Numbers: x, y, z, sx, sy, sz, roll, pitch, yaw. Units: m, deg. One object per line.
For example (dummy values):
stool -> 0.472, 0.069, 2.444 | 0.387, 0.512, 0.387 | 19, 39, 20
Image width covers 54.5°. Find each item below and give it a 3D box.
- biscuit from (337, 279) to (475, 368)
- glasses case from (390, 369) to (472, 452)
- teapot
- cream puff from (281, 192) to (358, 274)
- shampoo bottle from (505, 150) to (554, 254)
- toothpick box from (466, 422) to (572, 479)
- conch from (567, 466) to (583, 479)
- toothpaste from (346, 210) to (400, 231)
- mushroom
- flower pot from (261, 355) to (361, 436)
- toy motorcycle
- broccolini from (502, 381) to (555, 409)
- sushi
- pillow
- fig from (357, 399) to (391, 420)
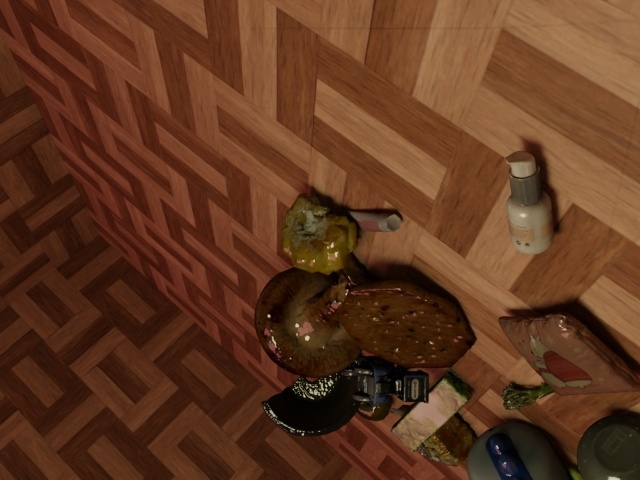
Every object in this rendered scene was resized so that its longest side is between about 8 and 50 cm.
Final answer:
biscuit -> 0.215, 0.219, 1.584 | 0.359, 0.046, 0.359 | 16, 142, 12
glasses case -> 0.316, 0.491, 1.782 | 0.095, 0.062, 0.272 | 42, 123, 10
teapot -> 0.648, 0.485, 1.295 | 0.183, 0.183, 0.251 | 17, 153, 47
cream puff -> -0.004, 0.005, 1.586 | 0.221, 0.194, 0.195 | 39, 155, 32
shampoo bottle -> 0.347, -0.064, 1.038 | 0.074, 0.074, 0.192 | 22, 144, 42
toothpick box -> 0.530, 0.640, 1.611 | 0.263, 0.263, 0.355 | 0, 127, 58
conch -> 0.708, 0.632, 1.524 | 0.095, 0.079, 0.201 | 44, 176, -26
toothpaste -> 0.123, -0.043, 1.471 | 0.067, 0.043, 0.194 | 55, 162, -18
mushroom -> 0.003, 0.238, 1.785 | 0.331, 0.334, 0.356 | 51, 161, -26
flower pot -> -0.022, 0.490, 2.221 | 0.379, 0.379, 0.251 | 43, 174, 7
toy motorcycle -> 0.184, 0.408, 1.831 | 0.358, 0.212, 0.125 | 165, 108, -81
broccolini -> 0.504, 0.351, 1.467 | 0.067, 0.058, 0.216 | 8, 151, -15
sushi -> 0.354, 0.586, 1.938 | 0.274, 0.139, 0.184 | 50, 153, -2
pillow -> 0.489, 0.228, 1.242 | 0.223, 0.084, 0.236 | 48, 159, -5
fig -> 0.199, 0.569, 2.226 | 0.133, 0.185, 0.127 | 5, 97, 27
